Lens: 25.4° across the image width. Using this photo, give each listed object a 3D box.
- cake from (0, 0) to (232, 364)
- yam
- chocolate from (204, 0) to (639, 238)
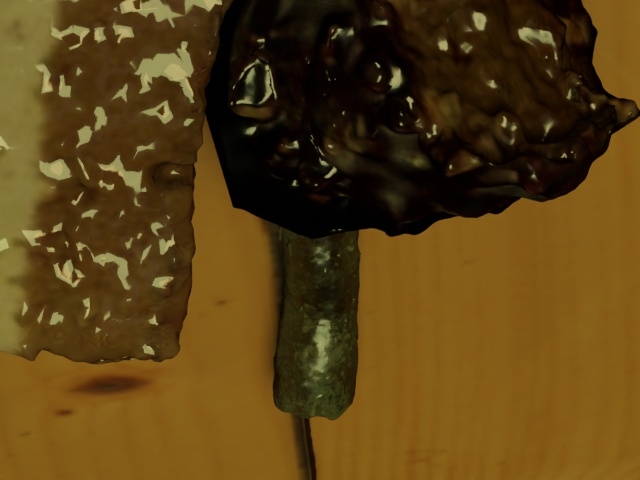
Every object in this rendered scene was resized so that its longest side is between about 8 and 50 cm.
[{"bbox_3d":[-0.199,-0.111,0.715,0.290,0.256,0.282,6,117,-15],"label":"cake"},{"bbox_3d":[0.000,0.000,0.913,0.061,0.061,0.253,0,118,-7],"label":"yam"},{"bbox_3d":[0.075,-0.087,0.764,0.224,0.177,0.206,-29,125,-22],"label":"chocolate"}]
